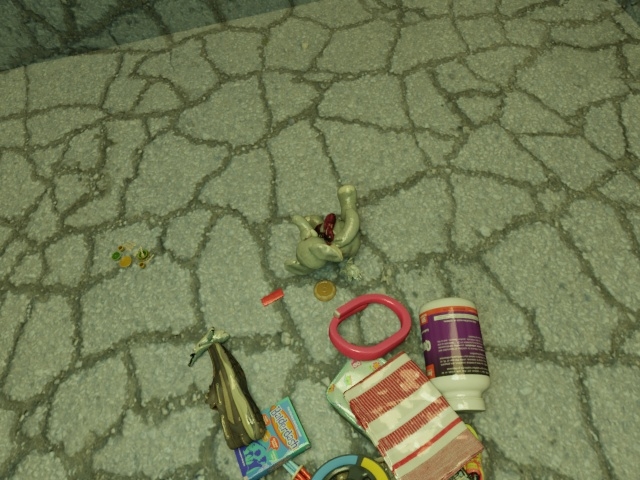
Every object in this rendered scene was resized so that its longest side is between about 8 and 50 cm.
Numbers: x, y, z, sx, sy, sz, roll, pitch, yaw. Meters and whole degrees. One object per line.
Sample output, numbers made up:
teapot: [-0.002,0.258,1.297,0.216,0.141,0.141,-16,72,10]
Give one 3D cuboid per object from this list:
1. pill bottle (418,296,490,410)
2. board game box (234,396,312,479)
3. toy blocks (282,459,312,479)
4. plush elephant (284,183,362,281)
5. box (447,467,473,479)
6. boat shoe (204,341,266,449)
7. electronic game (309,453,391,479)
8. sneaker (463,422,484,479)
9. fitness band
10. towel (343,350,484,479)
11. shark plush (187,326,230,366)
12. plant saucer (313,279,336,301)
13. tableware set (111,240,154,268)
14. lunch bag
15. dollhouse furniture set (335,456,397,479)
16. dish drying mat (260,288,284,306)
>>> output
pill bottle: [0.407,0.348,1.268,0.182,0.181,0.323,-3,62,4]
board game box: [-0.153,0.597,1.252,0.210,0.047,0.160,-28,49,-10]
toy blocks: [-0.067,0.718,1.196,0.148,0.054,0.123,32,72,22]
plush elephant: [0.000,0.000,1.434,0.255,0.272,0.330,-3,71,-46]
box: [0.303,0.663,1.139,0.191,0.045,0.184,-45,47,2]
boat shoe: [-0.295,0.469,1.285,0.130,0.132,0.355,-32,48,-7]
electronic game: [0.068,0.632,1.025,0.229,0.048,0.229,-12,25,6]
sneaker: [0.423,0.625,1.171,0.081,0.094,0.208,-1,62,6]
fitness band: [0.162,0.273,1.348,0.291,0.054,0.209,-22,46,-35]
towel: [0.242,0.491,1.143,0.237,0.037,0.329,-30,54,-14]
shark plush: [-0.386,0.365,1.415,0.067,0.073,0.161,46,66,-8]
plant saucer: [0.015,0.177,1.491,0.083,0.015,0.083,-2,62,4]
tableware set: [-0.737,0.062,1.624,0.154,0.024,0.104,26,68,17]
lunch bag: [0.178,0.479,1.265,0.279,0.108,0.224,34,67,20]
dollhouse furniture set: [0.160,0.711,1.044,0.356,0.174,0.303,-25,54,13]
dish drying mat: [-0.173,0.205,1.500,0.083,0.008,0.032,-28,64,-10]
